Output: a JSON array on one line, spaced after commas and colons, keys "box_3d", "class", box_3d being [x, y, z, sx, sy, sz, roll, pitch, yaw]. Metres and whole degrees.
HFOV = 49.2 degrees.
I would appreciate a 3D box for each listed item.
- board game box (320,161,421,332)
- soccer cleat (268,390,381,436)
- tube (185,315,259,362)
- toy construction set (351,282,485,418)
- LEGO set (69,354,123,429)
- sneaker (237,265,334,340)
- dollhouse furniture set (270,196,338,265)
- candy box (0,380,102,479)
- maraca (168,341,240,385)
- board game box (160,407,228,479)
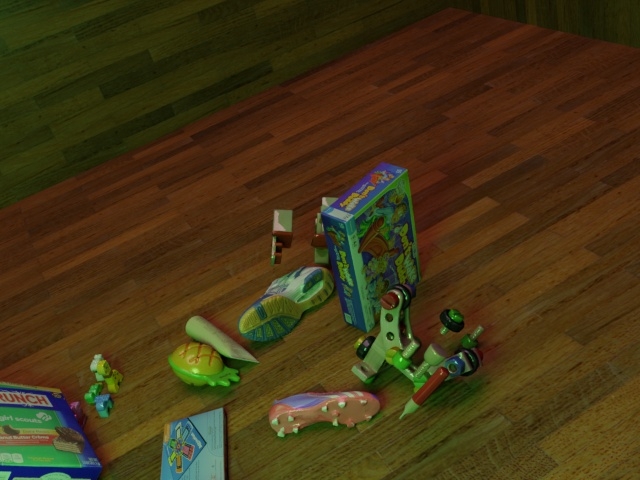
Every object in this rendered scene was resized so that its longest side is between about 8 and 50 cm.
[{"box_3d": [0.132, 0.019, 1.697, 0.078, 0.347, 0.233, 22, 50, 37], "class": "board game box"}, {"box_3d": [0.007, 0.357, 1.515, 0.248, 0.083, 0.095, -14, 29, 9], "class": "soccer cleat"}, {"box_3d": [-0.260, 0.260, 1.784, 0.070, 0.062, 0.240, -30, 33, -32], "class": "tube"}, {"box_3d": [0.182, 0.267, 1.476, 0.237, 0.257, 0.309, -54, 3, 23], "class": "toy construction set"}, {"box_3d": [-0.560, 0.359, 1.754, 0.087, 0.093, 0.227, -10, 34, 11], "class": "LEGO set"}, {"box_3d": [-0.104, 0.164, 1.841, 0.296, 0.111, 0.131, -29, 23, -29], "class": "sneaker"}, {"box_3d": [0.000, 0.000, 1.843, 0.259, 0.262, 0.135, 2, 69, -5], "class": "dollhouse furniture set"}, {"box_3d": [-0.661, 0.435, 1.516, 0.317, 0.268, 0.122, 33, 100, 47], "class": "candy box"}, {"box_3d": [-0.283, 0.308, 1.700, 0.186, 0.099, 0.127, 20, 19, 24], "class": "maraca"}, {"box_3d": [-0.270, 0.486, 1.495, 0.145, 0.027, 0.281, -15, 33, 2], "class": "board game box"}]
